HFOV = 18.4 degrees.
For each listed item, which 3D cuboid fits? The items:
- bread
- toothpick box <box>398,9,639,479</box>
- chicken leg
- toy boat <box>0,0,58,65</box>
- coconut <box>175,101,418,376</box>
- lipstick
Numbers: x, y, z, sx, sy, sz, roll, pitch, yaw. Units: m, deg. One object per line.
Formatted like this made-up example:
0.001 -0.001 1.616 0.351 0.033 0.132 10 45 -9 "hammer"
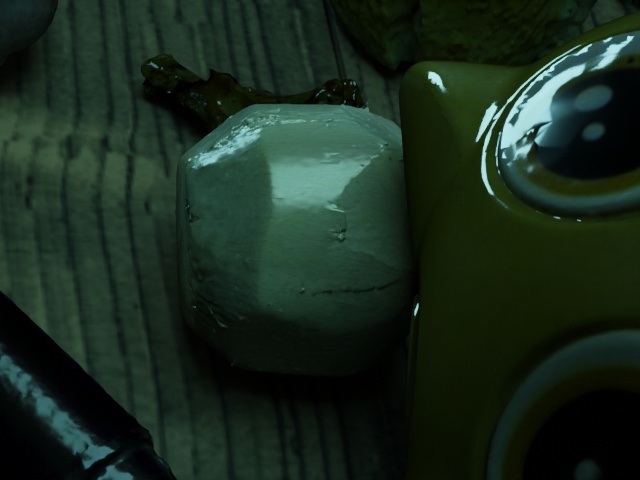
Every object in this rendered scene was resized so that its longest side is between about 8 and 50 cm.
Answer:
0.101 -0.227 1.408 0.186 0.124 0.257 13 44 -14 "bread"
0.243 0.070 0.961 0.425 0.409 0.409 1 45 7 "toothpick box"
-0.035 -0.081 1.268 0.178 0.070 0.093 24 70 23 "chicken leg"
-0.272 -0.175 1.286 0.227 0.085 0.155 24 36 22 "toy boat"
0.000 -0.002 1.136 0.162 0.161 0.161 -3 49 -9 "coconut"
-0.109 0.137 1.027 0.300 0.081 0.081 44 51 17 "lipstick"
